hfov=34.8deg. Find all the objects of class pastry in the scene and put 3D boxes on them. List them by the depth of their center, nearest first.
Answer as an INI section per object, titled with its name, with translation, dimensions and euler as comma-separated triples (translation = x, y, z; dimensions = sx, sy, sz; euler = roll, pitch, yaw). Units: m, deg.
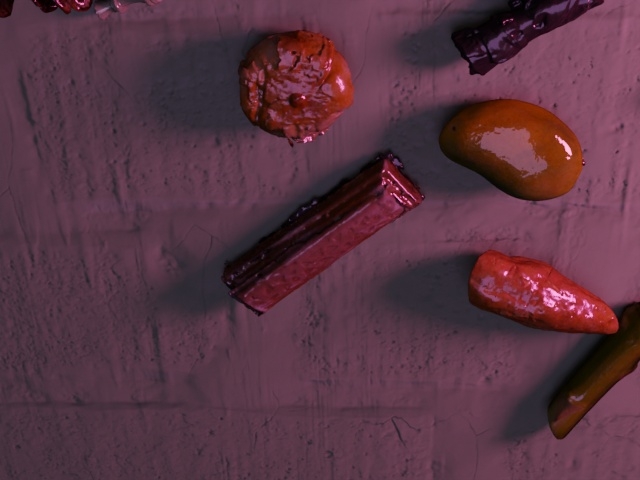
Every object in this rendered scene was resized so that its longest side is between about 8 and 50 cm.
[pastry]
translation = -0.033, -0.200, 1.319
dimensions = 0.153, 0.081, 0.153
euler = 5, 117, 10

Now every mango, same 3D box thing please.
[mango]
translation = 0.259, -0.123, 1.347
dimensions = 0.191, 0.085, 0.122
euler = 26, 124, -14

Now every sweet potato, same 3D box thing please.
[sweet potato]
translation = 0.322, 0.082, 1.482
dimensions = 0.252, 0.097, 0.097
euler = 18, 123, -14

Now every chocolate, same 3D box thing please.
[chocolate]
translation = -0.002, 0.001, 1.459
dimensions = 0.329, 0.065, 0.102
euler = -35, 114, 22

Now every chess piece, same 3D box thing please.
[chess piece]
translation = -0.248, -0.304, 1.289
dimensions = 0.093, 0.042, 0.042
euler = -18, 121, 20

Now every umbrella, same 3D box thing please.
[umbrella]
translation = 0.278, -0.281, 1.260
dimensions = 0.236, 0.059, 0.066
euler = -27, 139, 17

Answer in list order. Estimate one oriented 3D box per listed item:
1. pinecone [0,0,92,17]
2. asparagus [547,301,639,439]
[pinecone]
translation = -0.362, -0.370, 1.143
dimensions = 0.292, 0.246, 0.246
euler = 4, 125, 17
[asparagus]
translation = 0.432, 0.201, 1.567
dimensions = 0.067, 0.060, 0.277
euler = 16, 125, -30
